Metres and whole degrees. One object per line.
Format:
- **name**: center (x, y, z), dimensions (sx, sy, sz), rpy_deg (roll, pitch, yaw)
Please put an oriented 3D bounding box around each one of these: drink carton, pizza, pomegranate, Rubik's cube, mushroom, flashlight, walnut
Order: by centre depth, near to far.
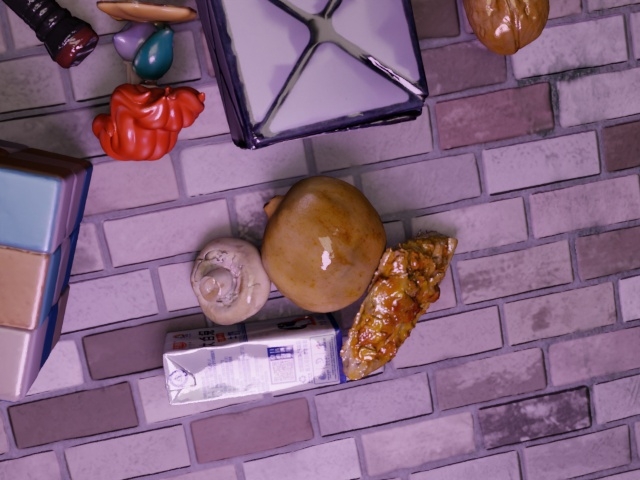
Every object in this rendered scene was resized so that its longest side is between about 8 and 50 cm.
- **Rubik's cube**: center (-0.568, 0.016, 1.337), dimensions (0.345, 0.347, 0.346), rpy_deg (13, 98, -9)
- **Rubik's cube**: center (-0.021, -0.318, 1.387), dimensions (0.307, 0.305, 0.310), rpy_deg (-14, 98, -8)
- **flashlight**: center (-0.474, -0.391, 1.421), dimensions (0.093, 0.093, 0.232), rpy_deg (-44, 97, 1)
- **pomegranate**: center (0.007, 0.003, 1.485), dimensions (0.233, 0.233, 0.233), rpy_deg (-1, 99, -8)
- **walnut**: center (0.321, -0.417, 1.496), dimensions (0.144, 0.144, 0.180), rpy_deg (-27, 97, -3)
- **pizza**: center (0.143, 0.096, 1.505), dimensions (0.086, 0.226, 0.335), rpy_deg (29, 64, 24)
- **mushroom**: center (-0.162, 0.070, 1.514), dimensions (0.154, 0.122, 0.154), rpy_deg (3, 96, 27)
- **drink carton**: center (-0.120, 0.206, 1.540), dimensions (0.315, 0.130, 0.106), rpy_deg (-6, 100, -6)

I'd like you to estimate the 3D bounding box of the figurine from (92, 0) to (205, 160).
- **figurine**: center (-0.282, -0.253, 1.410), dimensions (0.208, 0.181, 0.257), rpy_deg (4, 99, 14)
